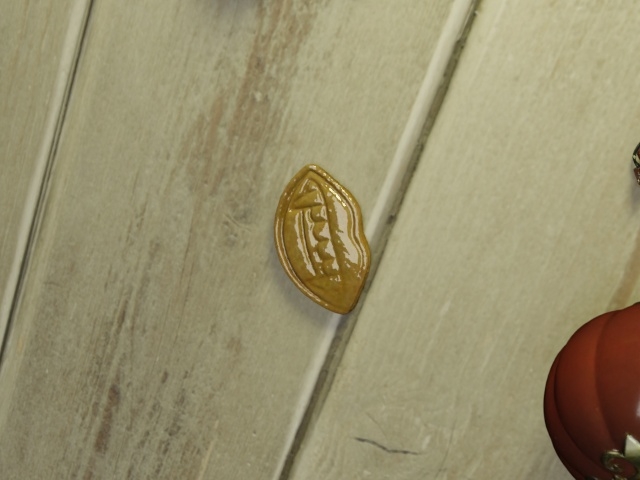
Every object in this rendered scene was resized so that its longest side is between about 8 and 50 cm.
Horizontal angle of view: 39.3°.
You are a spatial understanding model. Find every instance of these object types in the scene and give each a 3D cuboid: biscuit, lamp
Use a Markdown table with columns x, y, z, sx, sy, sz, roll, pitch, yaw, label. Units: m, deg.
| x | y | z | sx | sy | sz | roll | pitch | yaw | label |
| --- | --- | --- | --- | --- | --- | --- | --- | --- | --- |
| 0.000 | 0.000 | 1.282 | 0.142 | 0.029 | 0.220 | -8 | 97 | 27 | biscuit |
| 0.403 | 0.195 | 0.998 | 0.303 | 0.257 | 0.303 | 14 | 145 | 10 | lamp |

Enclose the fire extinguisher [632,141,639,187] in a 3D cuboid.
| x | y | z | sx | sy | sz | roll | pitch | yaw | label |
| --- | --- | --- | --- | --- | --- | --- | --- | --- | --- |
| 0.416 | -0.121 | 1.057 | 0.132 | 0.039 | 0.056 | -46 | 47 | 26 | fire extinguisher |
